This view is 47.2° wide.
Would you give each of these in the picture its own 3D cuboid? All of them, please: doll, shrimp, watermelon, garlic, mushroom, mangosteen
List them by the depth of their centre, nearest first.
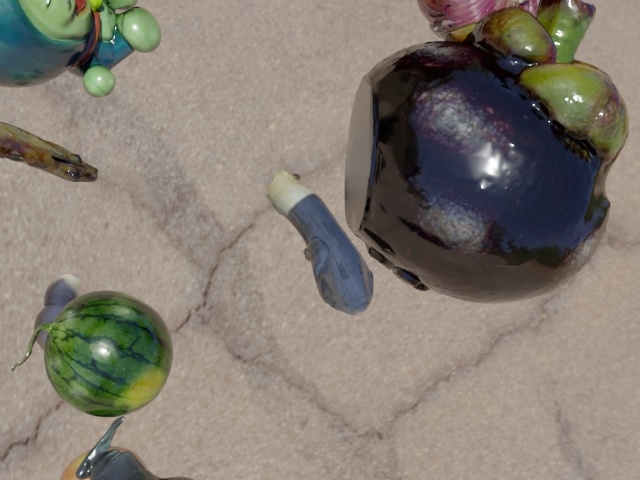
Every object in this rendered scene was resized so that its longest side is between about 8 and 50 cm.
[{"bbox_3d":[0.142,-0.086,0.666,0.233,0.287,0.287,7,63,1],"label":"mangosteen"},{"bbox_3d":[-0.321,-0.083,0.688,0.195,0.148,0.035,17,72,-41],"label":"shrimp"},{"bbox_3d":[-0.349,-0.275,0.886,0.198,0.186,0.322,60,20,17],"label":"doll"},{"bbox_3d":[-0.334,0.181,1.187,0.232,0.127,0.204,42,60,-28],"label":"watermelon"},{"bbox_3d":[0.001,0.000,1.224,0.099,0.096,0.278,-29,82,-18],"label":"mushroom"},{"bbox_3d":[-0.549,0.158,1.559,0.099,0.124,0.174,-5,44,13],"label":"garlic"}]

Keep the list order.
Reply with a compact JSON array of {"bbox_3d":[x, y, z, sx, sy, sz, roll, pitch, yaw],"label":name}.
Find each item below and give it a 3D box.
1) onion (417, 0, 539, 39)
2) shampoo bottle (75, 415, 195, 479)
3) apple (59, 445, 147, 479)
[{"bbox_3d":[0.193,-0.343,0.851,0.230,0.230,0.163,-22,52,-32],"label":"onion"},{"bbox_3d":[-0.102,0.271,0.594,0.284,0.101,0.101,41,54,22],"label":"shampoo bottle"},{"bbox_3d":[-0.387,0.480,1.334,0.164,0.209,0.209,-17,75,-14],"label":"apple"}]
